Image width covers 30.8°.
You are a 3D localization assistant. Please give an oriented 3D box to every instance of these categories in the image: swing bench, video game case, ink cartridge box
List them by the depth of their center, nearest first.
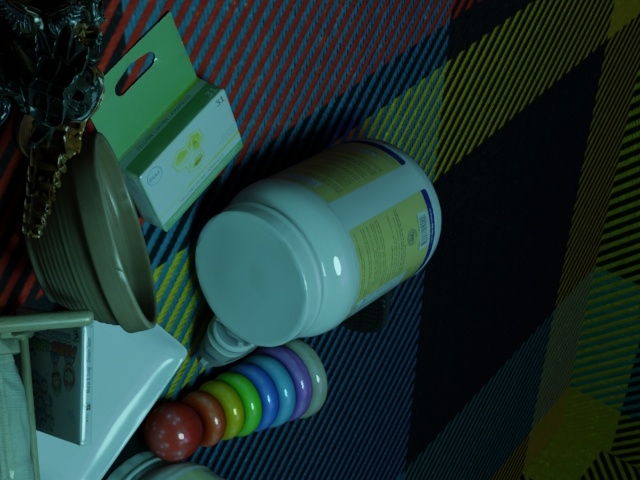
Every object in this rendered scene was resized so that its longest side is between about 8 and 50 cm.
[{"bbox_3d":[-0.373,0.210,1.223,0.255,0.165,0.253,0,80,-42],"label":"swing bench"},{"bbox_3d":[-0.314,0.156,1.362,0.019,0.157,0.143,0,93,-43],"label":"video game case"},{"bbox_3d":[-0.193,-0.146,1.475,0.171,0.056,0.235,-50,151,-22],"label":"ink cartridge box"}]

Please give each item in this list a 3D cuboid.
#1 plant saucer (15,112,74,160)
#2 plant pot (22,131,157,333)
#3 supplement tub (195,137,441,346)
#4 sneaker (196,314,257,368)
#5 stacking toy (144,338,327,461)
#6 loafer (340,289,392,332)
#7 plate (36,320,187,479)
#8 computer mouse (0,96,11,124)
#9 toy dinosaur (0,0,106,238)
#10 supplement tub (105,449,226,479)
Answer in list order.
[{"bbox_3d":[-0.314,-0.132,1.321,0.083,0.013,0.083,-41,145,-37],"label":"plant saucer"},{"bbox_3d":[-0.274,0.001,1.346,0.110,0.237,0.237,-15,140,-2],"label":"plant pot"},{"bbox_3d":[0.000,0.000,1.721,0.331,0.241,0.241,-29,136,-47],"label":"supplement tub"},{"bbox_3d":[-0.103,0.107,1.826,0.115,0.105,0.281,-43,174,40],"label":"sneaker"},{"bbox_3d":[-0.145,0.259,1.839,0.330,0.141,0.141,-17,128,-45],"label":"stacking toy"},{"bbox_3d":[0.084,-0.002,2.015,0.130,0.134,0.366,-74,176,-46],"label":"loafer"},{"bbox_3d":[-0.321,0.206,1.560,0.278,0.045,0.277,-56,152,-13],"label":"plate"},{"bbox_3d":[-0.400,-0.108,1.171,0.193,0.042,0.106,-4,123,-64],"label":"computer mouse"},{"bbox_3d":[-0.272,-0.171,1.192,0.218,0.164,0.322,-36,113,-78],"label":"toy dinosaur"},{"bbox_3d":[-0.176,0.477,1.733,0.235,0.325,0.235,-40,144,-37],"label":"supplement tub"}]
